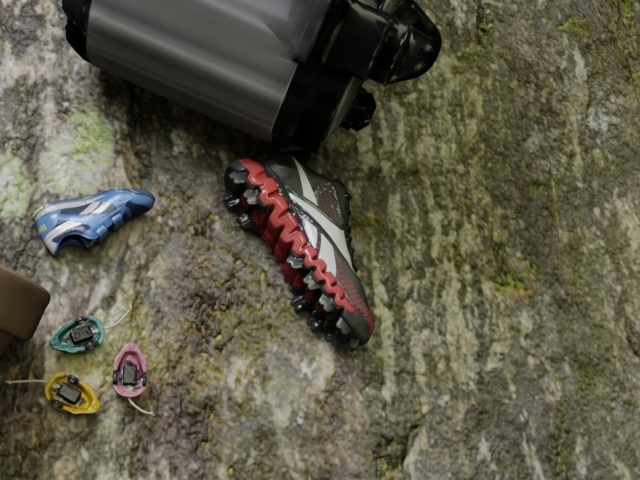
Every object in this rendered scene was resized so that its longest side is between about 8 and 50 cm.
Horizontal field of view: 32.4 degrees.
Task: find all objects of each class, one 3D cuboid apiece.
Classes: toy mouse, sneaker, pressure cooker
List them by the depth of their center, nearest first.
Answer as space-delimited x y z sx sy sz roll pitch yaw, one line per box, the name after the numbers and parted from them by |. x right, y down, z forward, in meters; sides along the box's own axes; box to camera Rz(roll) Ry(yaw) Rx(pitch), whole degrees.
-0.246 0.135 1.234 0.161 0.031 0.143 26 60 -5 | toy mouse
-0.262 -0.022 1.296 0.144 0.053 0.059 -16 70 -15 | sneaker
-0.051 -0.308 1.322 0.420 0.375 0.370 24 61 -2 | pressure cooker
0.000 0.000 1.343 0.135 0.097 0.276 -27 74 -25 | sneaker

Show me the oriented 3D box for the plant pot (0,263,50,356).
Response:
-0.433 0.105 1.088 0.263 0.263 0.229 23 79 -6 | plant pot
